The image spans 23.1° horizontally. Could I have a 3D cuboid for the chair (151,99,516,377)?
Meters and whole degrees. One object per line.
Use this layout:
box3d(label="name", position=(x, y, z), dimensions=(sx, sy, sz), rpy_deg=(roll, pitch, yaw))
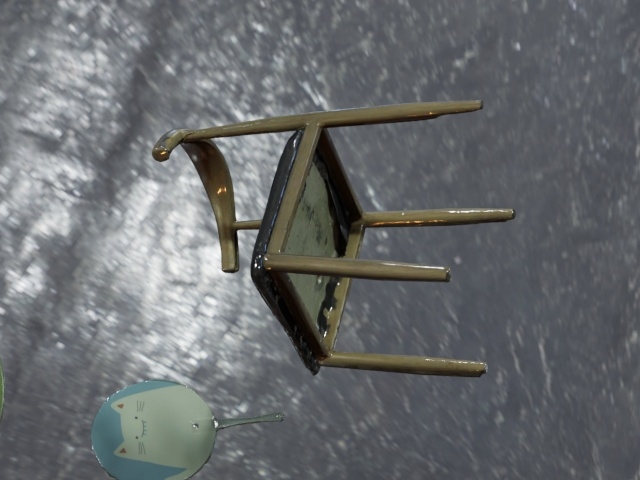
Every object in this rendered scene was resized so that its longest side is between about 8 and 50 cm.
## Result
box3d(label="chair", position=(0.000, 0.000, 1.244), dimensions=(0.272, 0.188, 0.166), rpy_deg=(3, 60, 20))

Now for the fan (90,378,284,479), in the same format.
box3d(label="fan", position=(-0.119, 0.169, 1.411), dimensions=(0.175, 0.005, 0.113), rpy_deg=(-6, 53, -8))

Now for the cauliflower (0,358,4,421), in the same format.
box3d(label="cauliflower", position=(-0.228, 0.112, 0.527), dimensions=(0.256, 0.239, 0.315), rpy_deg=(24, 103, 40))
